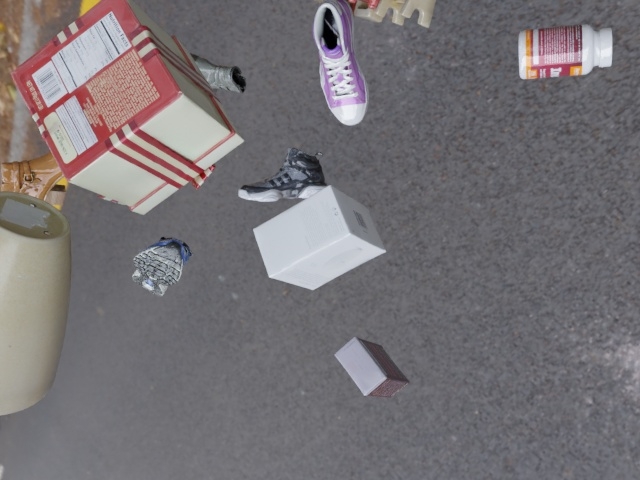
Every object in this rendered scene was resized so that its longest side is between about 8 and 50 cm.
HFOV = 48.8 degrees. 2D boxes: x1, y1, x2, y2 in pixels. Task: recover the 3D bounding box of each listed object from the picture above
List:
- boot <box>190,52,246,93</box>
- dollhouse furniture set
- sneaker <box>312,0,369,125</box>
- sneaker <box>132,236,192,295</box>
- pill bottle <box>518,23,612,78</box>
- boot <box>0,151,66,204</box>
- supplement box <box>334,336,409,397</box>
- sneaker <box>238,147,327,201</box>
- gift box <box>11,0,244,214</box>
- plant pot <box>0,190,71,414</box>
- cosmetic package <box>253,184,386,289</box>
[{"bbox_3d":[-0.291,-0.453,2.047,0.161,0.084,0.246,18,174,6],"label":"boot"},{"bbox_3d":[0.062,-0.564,1.481,0.374,0.201,0.152,28,104,51],"label":"dollhouse furniture set"},{"bbox_3d":[0.033,-0.376,1.529,0.102,0.161,0.282,-9,109,13],"label":"sneaker"},{"bbox_3d":[-0.424,0.043,1.915,0.129,0.147,0.330,33,156,-12],"label":"sneaker"},{"bbox_3d":[0.425,-0.329,1.228,0.151,0.086,0.086,-1,119,19],"label":"pill bottle"},{"bbox_3d":[-0.687,-0.179,1.700,0.073,0.152,0.197,38,117,59],"label":"boot"},{"bbox_3d":[0.135,0.325,1.790,0.130,0.073,0.239,52,-172,24],"label":"supplement box"},{"bbox_3d":[-0.114,-0.198,2.097,0.101,0.268,0.153,-137,42,-80],"label":"sneaker"},{"bbox_3d":[-0.317,-0.206,1.150,0.255,0.276,0.258,63,-169,16],"label":"gift box"},{"bbox_3d":[-0.486,0.073,1.062,0.256,0.256,0.274,39,114,24],"label":"plant pot"},{"bbox_3d":[0.000,0.000,1.691,0.224,0.224,0.138,-30,67,18],"label":"cosmetic package"}]
